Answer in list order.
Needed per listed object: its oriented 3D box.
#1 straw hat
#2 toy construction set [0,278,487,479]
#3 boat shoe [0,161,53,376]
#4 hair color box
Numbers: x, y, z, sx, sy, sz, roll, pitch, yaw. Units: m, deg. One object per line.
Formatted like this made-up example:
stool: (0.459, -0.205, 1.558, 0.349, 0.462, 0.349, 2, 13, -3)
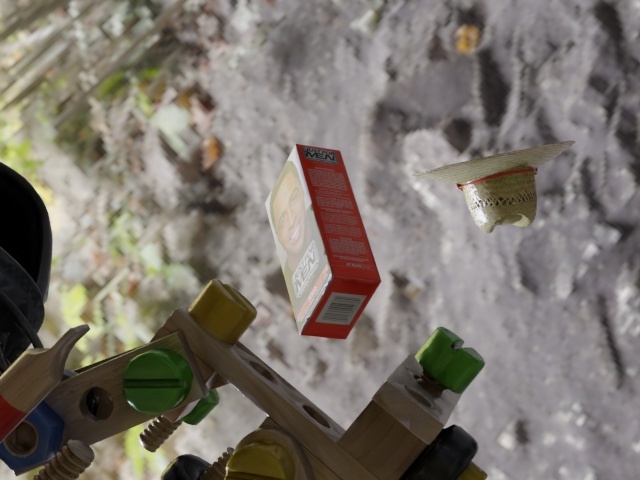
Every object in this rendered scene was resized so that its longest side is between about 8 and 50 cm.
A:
straw hat: (0.145, -0.038, 1.287, 0.144, 0.144, 0.061, -12, 90, 50)
toy construction set: (-0.051, 0.101, 0.885, 0.257, 0.237, 0.309, 52, -164, 31)
boat shoe: (-0.277, 0.053, 1.032, 0.156, 0.500, 0.187, -44, 101, 12)
hair color box: (0.000, 0.000, 1.237, 0.043, 0.141, 0.072, 8, 133, -24)
